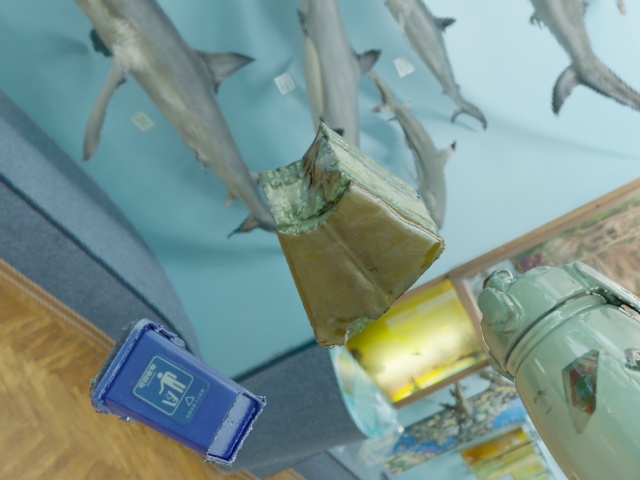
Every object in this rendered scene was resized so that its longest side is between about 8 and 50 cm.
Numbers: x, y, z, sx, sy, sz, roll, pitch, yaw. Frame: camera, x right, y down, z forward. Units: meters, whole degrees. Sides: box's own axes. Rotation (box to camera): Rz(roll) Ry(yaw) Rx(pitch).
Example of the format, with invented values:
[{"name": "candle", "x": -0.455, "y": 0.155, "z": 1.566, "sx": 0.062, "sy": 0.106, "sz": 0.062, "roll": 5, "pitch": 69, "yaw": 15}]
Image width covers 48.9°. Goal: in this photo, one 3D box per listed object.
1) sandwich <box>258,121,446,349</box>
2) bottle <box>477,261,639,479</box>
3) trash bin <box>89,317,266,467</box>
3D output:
[{"name": "sandwich", "x": 0.000, "y": 0.000, "z": 0.896, "sx": 0.198, "sy": 0.227, "sz": 0.155, "roll": 31, "pitch": 22, "yaw": -29}, {"name": "bottle", "x": 0.350, "y": 0.175, "z": 0.911, "sx": 0.352, "sy": 0.229, "sz": 0.229, "roll": 55, "pitch": 1, "yaw": 37}, {"name": "trash bin", "x": -0.218, "y": 0.245, "z": 1.110, "sx": 0.234, "sy": 0.163, "sz": 0.184, "roll": 23, "pitch": -15, "yaw": 23}]
